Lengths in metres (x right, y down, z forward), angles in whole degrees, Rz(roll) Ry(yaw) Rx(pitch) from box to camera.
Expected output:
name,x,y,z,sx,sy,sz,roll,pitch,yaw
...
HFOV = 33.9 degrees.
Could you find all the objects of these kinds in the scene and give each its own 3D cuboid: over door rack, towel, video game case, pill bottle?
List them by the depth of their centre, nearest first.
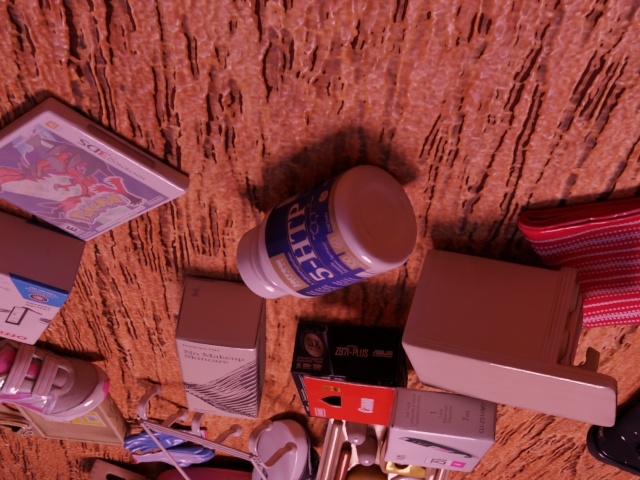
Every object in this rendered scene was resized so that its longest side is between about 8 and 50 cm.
name,x,y,z,sx,sy,sz,roll,pitch,yaw
pill bottle,0.000,0.000,1.116,0.112,0.112,0.186,29,145,-33
video game case,-0.275,-0.071,1.153,0.183,0.023,0.201,31,144,-35
towel,0.352,0.031,1.167,0.198,0.031,0.275,-7,148,27
over door rack,-0.155,0.380,1.769,0.239,0.108,0.324,12,135,27

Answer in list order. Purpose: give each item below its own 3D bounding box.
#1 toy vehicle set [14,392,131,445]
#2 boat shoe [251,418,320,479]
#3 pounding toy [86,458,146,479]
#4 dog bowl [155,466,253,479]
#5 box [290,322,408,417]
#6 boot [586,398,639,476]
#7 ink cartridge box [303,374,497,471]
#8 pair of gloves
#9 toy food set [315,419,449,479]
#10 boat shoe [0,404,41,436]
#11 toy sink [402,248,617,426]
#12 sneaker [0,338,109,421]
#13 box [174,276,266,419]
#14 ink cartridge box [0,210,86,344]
name,x,y,z,sx,sy,sz,roll,pitch,yaw
toy vehicle set,-0.443,0.297,1.846,0.166,0.035,0.267,5,151,6
boat shoe,-0.048,0.400,1.876,0.102,0.108,0.301,-16,146,-24
pounding toy,-0.411,0.518,2.199,0.141,0.100,0.130,20,150,1
dog bowl,-0.177,0.574,2.137,0.407,0.150,0.408,6,157,3
box,0.045,0.191,1.483,0.147,0.078,0.180,3,151,10
boot,0.538,0.298,1.530,0.246,0.094,0.207,19,154,-7
ink cartridge box,0.097,0.247,1.387,0.238,0.060,0.275,6,160,4
pair of gloves,-0.280,0.390,1.959,0.159,0.023,0.198,-3,150,-2
toy food set,0.105,0.404,1.724,0.219,0.092,0.306,9,119,-4
boat shoe,-0.576,0.340,1.946,0.056,0.048,0.153,-15,144,36
toy sink,0.230,0.107,1.197,0.234,0.131,0.153,10,158,20
sneaker,-0.456,0.212,1.630,0.252,0.103,0.111,4,153,6
box,-0.133,0.155,1.450,0.113,0.094,0.275,7,152,2
ink cartridge box,-0.403,0.049,1.336,0.148,0.086,0.203,19,149,-19
